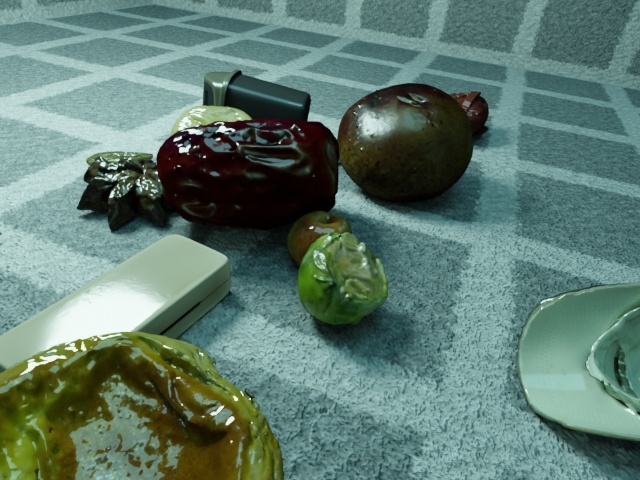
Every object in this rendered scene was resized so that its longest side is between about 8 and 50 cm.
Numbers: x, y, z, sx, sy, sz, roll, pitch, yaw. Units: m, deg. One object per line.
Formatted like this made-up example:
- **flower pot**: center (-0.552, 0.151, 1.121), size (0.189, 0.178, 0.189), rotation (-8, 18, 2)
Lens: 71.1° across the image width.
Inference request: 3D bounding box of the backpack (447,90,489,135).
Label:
- **backpack**: center (0.464, -0.427, 1.521), size (0.229, 0.138, 0.229), rotation (4, 34, -3)

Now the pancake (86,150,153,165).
- **pancake**: center (-0.498, -0.204, 1.117), size (0.158, 0.028, 0.158), rotation (0, 19, 0)

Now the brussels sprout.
- **brussels sprout**: center (0.027, 0.070, 0.752), size (0.149, 0.122, 0.151), rotation (47, 44, -5)

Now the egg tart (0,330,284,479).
- **egg tart**: center (-0.209, 0.250, 0.430), size (0.352, 0.150, 0.352), rotation (8, 38, -6)

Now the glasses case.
- **glasses case**: center (-0.291, 0.111, 0.678), size (0.144, 0.076, 0.336), rotation (22, 38, 22)

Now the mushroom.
- **mushroom**: center (0.189, -0.239, 1.170), size (0.331, 0.356, 0.334), rotation (-13, 77, -31)

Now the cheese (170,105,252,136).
- **cheese**: center (-0.253, -0.223, 1.101), size (0.226, 0.117, 0.213), rotation (6, 60, -9)

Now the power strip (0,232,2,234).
- **power strip**: center (-0.634, 0.035, 0.771), size (0.048, 0.030, 0.191), rotation (15, 36, 14)

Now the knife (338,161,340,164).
- **knife**: center (0.023, -0.217, 1.256), size (0.210, 0.015, 0.028), rotation (-19, 35, -33)

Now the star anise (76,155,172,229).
- **star anise**: center (-0.404, -0.123, 0.977), size (0.236, 0.109, 0.223), rotation (-4, 40, -18)

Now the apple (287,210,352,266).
- **apple**: center (-0.003, 0.000, 0.862), size (0.126, 0.102, 0.126), rotation (5, 34, -3)

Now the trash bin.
- **trash bin**: center (-0.184, -0.346, 1.247), size (0.291, 0.209, 0.182), rotation (13, 33, 0)

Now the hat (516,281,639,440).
- **hat**: center (0.449, 0.198, 0.647), size (0.302, 0.168, 0.257), rotation (-8, 52, 19)

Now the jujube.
- **jujube**: center (-0.129, -0.135, 0.914), size (0.377, 0.258, 0.258), rotation (-13, 39, -15)
